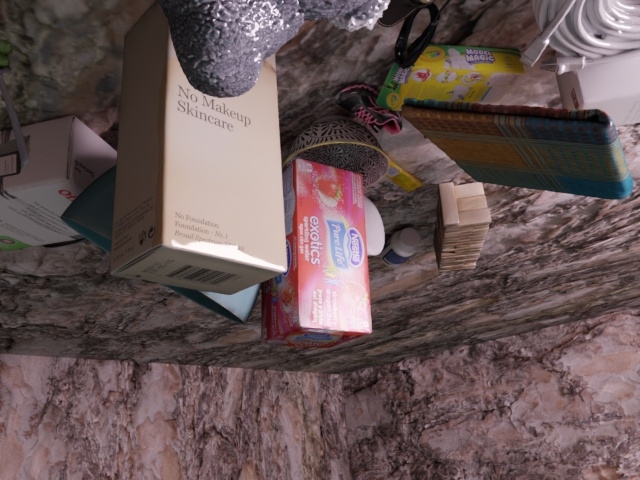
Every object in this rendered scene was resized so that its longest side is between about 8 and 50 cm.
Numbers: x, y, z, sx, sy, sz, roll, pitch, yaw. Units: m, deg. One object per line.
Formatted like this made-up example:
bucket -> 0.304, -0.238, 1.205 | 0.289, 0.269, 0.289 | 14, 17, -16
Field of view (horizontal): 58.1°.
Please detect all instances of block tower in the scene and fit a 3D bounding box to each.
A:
block tower -> 0.305, -0.019, 1.271 | 0.097, 0.091, 0.335 | -8, 159, 8

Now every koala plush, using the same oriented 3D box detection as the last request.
koala plush -> -0.034, -0.245, 0.524 | 0.221, 0.203, 0.196 | -16, 159, -3

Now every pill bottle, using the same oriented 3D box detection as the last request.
pill bottle -> 0.000, 0.000, 1.204 | 0.245, 0.130, 0.130 | -19, 154, 32
pill bottle -> 0.190, 0.014, 1.364 | 0.067, 0.067, 0.120 | 2, 158, -15

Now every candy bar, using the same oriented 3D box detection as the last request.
candy bar -> 0.147, -0.122, 1.074 | 0.040, 0.018, 0.161 | -22, 152, 30

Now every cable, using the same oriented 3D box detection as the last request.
cable -> 0.349, -0.289, 0.589 | 0.257, 0.089, 0.257 | -6, 158, 1

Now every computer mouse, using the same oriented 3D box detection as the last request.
computer mouse -> 0.162, -0.271, 0.634 | 0.041, 0.071, 0.242 | -8, 166, -33

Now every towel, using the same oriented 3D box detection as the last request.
towel -> 0.308, -0.131, 0.856 | 0.271, 0.040, 0.370 | 12, 177, 32

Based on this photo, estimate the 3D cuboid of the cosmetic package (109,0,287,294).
cosmetic package -> -0.137, -0.106, 0.663 | 0.160, 0.309, 0.113 | 15, 152, -42

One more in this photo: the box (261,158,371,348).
box -> -0.011, 0.025, 0.870 | 0.122, 0.257, 0.128 | 10, 156, -28

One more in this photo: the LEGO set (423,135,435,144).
LEGO set -> 0.193, -0.173, 0.943 | 0.054, 0.023, 0.083 | -20, 154, 35

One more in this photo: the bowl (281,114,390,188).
bowl -> 0.022, -0.144, 0.907 | 0.170, 0.080, 0.170 | -3, 160, -1

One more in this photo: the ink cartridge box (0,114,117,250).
ink cartridge box -> -0.458, -0.081, 0.931 | 0.272, 0.115, 0.198 | -9, 159, 12

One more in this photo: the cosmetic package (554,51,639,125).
cosmetic package -> 0.432, -0.222, 0.738 | 0.231, 0.117, 0.085 | -7, 160, 10

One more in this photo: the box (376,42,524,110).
box -> 0.172, -0.220, 0.795 | 0.179, 0.043, 0.105 | -2, 160, -12

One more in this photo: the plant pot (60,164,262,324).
plant pot -> -0.188, -0.034, 0.836 | 0.290, 0.195, 0.290 | 27, 165, 8

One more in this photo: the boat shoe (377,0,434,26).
boat shoe -> 0.106, -0.278, 0.621 | 0.056, 0.049, 0.152 | 6, 157, -26

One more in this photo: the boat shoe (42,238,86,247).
boat shoe -> -0.397, -0.043, 1.070 | 0.285, 0.092, 0.103 | -9, 158, 13

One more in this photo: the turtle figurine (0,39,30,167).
turtle figurine -> -0.390, -0.182, 0.546 | 0.197, 0.275, 0.266 | -9, 155, -33

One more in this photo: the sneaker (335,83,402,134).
sneaker -> 0.075, -0.187, 0.842 | 0.119, 0.057, 0.047 | 10, 157, -30
